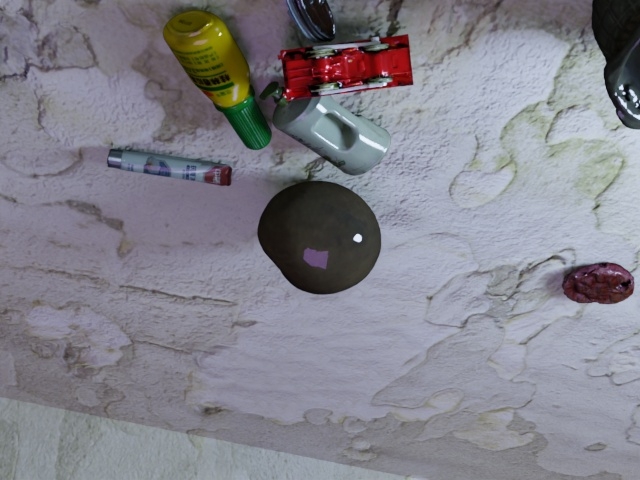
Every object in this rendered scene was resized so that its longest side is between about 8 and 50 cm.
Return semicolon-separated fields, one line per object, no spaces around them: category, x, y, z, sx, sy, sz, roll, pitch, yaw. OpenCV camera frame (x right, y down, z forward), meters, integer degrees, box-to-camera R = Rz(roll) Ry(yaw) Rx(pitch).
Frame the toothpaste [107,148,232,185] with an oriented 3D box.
toothpaste;-0.288;-0.142;1.975;0.239;0.039;0.062;8;142;-4

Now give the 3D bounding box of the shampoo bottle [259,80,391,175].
shampoo bottle;0.000;-0.203;1.763;0.234;0.087;0.118;30;145;-32

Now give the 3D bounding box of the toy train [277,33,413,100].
toy train;0.036;-0.272;1.616;0.203;0.083;0.131;-7;-172;-2

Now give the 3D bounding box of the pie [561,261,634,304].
pie;0.585;0.091;2.163;0.153;0.038;0.154;8;149;5

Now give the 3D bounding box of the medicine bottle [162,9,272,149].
medicine bottle;-0.156;-0.261;1.716;0.111;0.076;0.309;7;152;26

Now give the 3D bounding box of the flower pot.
flower pot;0.526;-0.287;1.394;0.301;0.213;0.302;6;148;4

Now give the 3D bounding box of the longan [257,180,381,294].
longan;0.000;0.000;1.971;0.246;0.215;0.246;14;131;16

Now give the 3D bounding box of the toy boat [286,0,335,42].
toy boat;-0.023;-0.351;1.566;0.066;0.059;0.140;22;161;38
